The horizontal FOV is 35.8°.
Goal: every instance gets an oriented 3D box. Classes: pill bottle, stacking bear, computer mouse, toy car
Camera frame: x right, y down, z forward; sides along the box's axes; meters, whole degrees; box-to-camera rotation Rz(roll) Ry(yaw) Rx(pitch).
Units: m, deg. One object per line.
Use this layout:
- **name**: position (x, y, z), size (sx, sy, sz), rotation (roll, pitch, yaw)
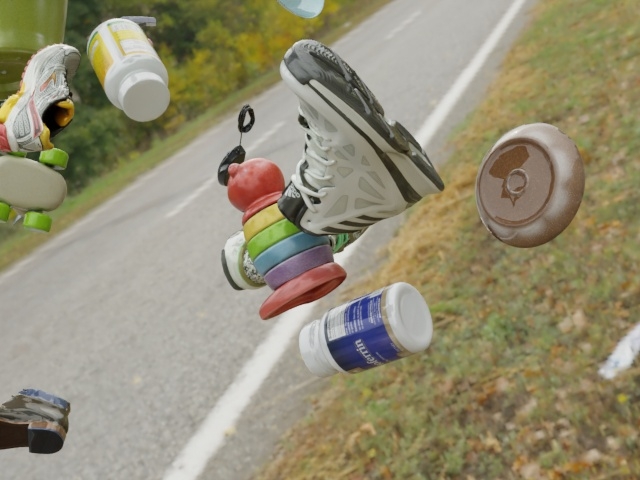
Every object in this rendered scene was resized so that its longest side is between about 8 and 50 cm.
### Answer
- **pill bottle**: position (0.092, 0.197, 2.099), size (0.265, 0.153, 0.153), rotation (-24, 11, 33)
- **stacking bear**: position (-0.082, -0.023, 1.881), size (0.175, 0.289, 0.164), rotation (-19, -14, -39)
- **computer mouse**: position (-0.192, -0.212, 2.192), size (0.071, 0.041, 0.242), rotation (-38, -21, -42)
- **pill bottle**: position (-0.345, -0.307, 1.801), size (0.118, 0.117, 0.208), rotation (-27, 46, -8)
- **toy car**: position (-0.569, -0.093, 1.882), size (0.149, 0.155, 0.188), rotation (16, -13, -20)

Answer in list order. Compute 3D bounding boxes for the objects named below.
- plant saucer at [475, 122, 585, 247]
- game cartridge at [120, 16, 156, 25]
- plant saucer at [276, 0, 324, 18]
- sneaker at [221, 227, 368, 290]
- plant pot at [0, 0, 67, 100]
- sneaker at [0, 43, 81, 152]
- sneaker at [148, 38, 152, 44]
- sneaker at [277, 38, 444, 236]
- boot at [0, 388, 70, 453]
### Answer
- **plant saucer**: position (0.314, -0.088, 1.535), size (0.199, 0.198, 0.036), rotation (-13, -16, 42)
- **game cartridge**: position (-0.433, -0.521, 2.352), size (0.083, 0.017, 0.056), rotation (-1, 7, -11)
- **plant saucer**: position (-0.069, -0.538, 2.029), size (0.037, 0.195, 0.195), rotation (-22, 12, 37)
- **sneaker**: position (0.000, 0.000, 2.091), size (0.410, 0.158, 0.182), rotation (-31, 25, -31)
- **plant pot**: position (-0.681, -0.496, 2.063), size (0.367, 0.353, 0.366), rotation (-12, -15, -3)
- **sneaker**: position (-0.407, -0.210, 1.499), size (0.093, 0.088, 0.225), rotation (9, 51, 7)
- **sneaker**: position (-0.496, -0.518, 2.573), size (0.047, 0.119, 0.057), rotation (-16, 51, 55)
- **sneaker**: position (0.010, -0.128, 1.643), size (0.257, 0.447, 0.169), rotation (-35, 52, 13)
- **boot**: position (-0.560, 0.319, 1.791), size (0.219, 0.082, 0.106), rotation (13, 28, -4)
